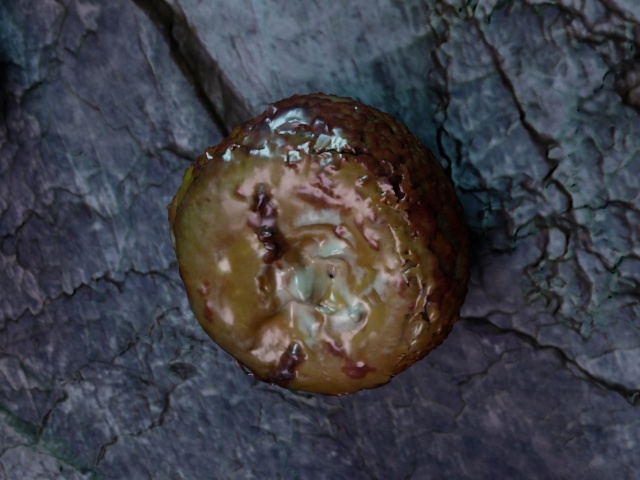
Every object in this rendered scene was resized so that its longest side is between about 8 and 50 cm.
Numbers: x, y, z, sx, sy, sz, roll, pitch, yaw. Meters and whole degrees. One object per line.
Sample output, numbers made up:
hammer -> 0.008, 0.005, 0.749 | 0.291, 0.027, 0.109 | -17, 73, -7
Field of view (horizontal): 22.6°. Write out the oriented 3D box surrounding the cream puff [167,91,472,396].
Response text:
cream puff -> 0.000, 0.001, 1.206 | 0.240, 0.164, 0.240 | 6, 122, 10
